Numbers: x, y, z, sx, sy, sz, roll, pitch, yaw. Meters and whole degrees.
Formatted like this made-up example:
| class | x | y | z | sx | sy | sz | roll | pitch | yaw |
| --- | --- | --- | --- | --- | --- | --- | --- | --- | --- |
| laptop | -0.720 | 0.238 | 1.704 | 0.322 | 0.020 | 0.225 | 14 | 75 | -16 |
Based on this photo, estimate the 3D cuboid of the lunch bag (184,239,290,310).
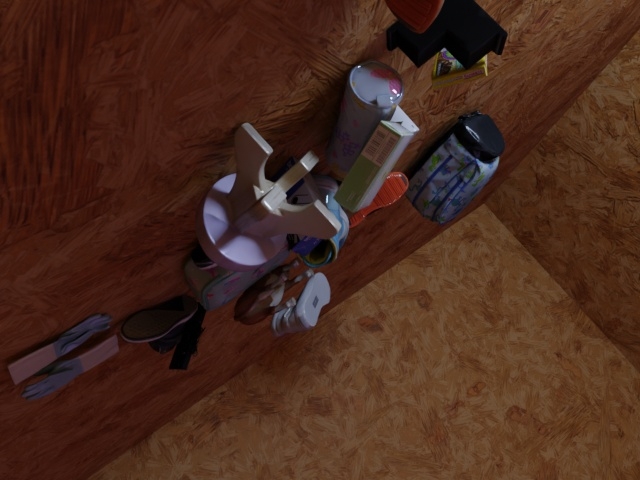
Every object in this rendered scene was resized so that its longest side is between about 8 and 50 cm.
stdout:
| class | x | y | z | sx | sy | sz | roll | pitch | yaw |
| --- | --- | --- | --- | --- | --- | --- | --- | --- | --- |
| lunch bag | -0.191 | 0.052 | 1.432 | 0.279 | 0.108 | 0.224 | -34 | 165 | -20 |

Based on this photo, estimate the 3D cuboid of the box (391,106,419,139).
| class | x | y | z | sx | sy | sz | roll | pitch | yaw |
| --- | --- | --- | --- | --- | --- | --- | --- | --- | --- |
| box | 0.131 | -0.228 | 1.407 | 0.130 | 0.091 | 0.170 | -26 | 161 | -40 |

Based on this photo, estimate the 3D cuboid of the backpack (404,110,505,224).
| class | x | y | z | sx | sy | sz | roll | pitch | yaw |
| --- | --- | --- | --- | --- | --- | --- | --- | --- | --- |
| backpack | 0.438 | -0.223 | 1.937 | 0.355 | 0.273 | 0.290 | -34 | 177 | 33 |

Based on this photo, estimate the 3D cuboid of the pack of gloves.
| class | x | y | z | sx | sy | sz | roll | pitch | yaw |
| --- | --- | --- | --- | --- | --- | --- | --- | --- | --- |
| pack of gloves | -0.564 | 0.246 | 1.283 | 0.232 | 0.046 | 0.195 | -33 | 153 | -34 |

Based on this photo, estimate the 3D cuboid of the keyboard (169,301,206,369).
| class | x | y | z | sx | sy | sz | roll | pitch | yaw |
| --- | --- | --- | --- | --- | --- | --- | --- | --- | --- |
| keyboard | -0.352 | 0.246 | 1.544 | 0.100 | 0.192 | 0.038 | -11 | 144 | 39 |

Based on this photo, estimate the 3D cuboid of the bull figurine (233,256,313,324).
| class | x | y | z | sx | sy | sz | roll | pitch | yaw |
| --- | --- | --- | --- | --- | --- | --- | --- | --- | --- |
| bull figurine | -0.132 | 0.124 | 1.586 | 0.188 | 0.101 | 0.310 | -27 | -162 | 23 |

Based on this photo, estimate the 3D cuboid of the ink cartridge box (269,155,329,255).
| class | x | y | z | sx | sy | sz | roll | pitch | yaw |
| --- | --- | --- | --- | --- | --- | --- | --- | --- | --- |
| ink cartridge box | -0.046 | -0.075 | 1.220 | 0.046 | 0.207 | 0.097 | 25 | 118 | -41 |

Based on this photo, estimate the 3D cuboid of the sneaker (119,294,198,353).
| class | x | y | z | sx | sy | sz | roll | pitch | yaw |
| --- | --- | --- | --- | --- | --- | --- | --- | --- | --- |
| sneaker | -0.424 | 0.238 | 1.471 | 0.226 | 0.086 | 0.163 | -21 | 154 | -53 |

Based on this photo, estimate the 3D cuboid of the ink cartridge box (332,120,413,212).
| class | x | y | z | sx | sy | sz | roll | pitch | yaw |
| --- | --- | --- | --- | --- | --- | --- | --- | --- | --- |
| ink cartridge box | 0.118 | -0.151 | 1.150 | 0.171 | 0.056 | 0.235 | -58 | 169 | 19 |

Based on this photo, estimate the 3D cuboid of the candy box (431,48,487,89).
| class | x | y | z | sx | sy | sz | roll | pitch | yaw |
| --- | --- | --- | --- | --- | --- | --- | --- | --- | --- |
| candy box | 0.287 | -0.371 | 1.195 | 0.105 | 0.027 | 0.206 | -8 | -146 | 21 |

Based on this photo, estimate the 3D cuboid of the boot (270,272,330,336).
| class | x | y | z | sx | sy | sz | roll | pitch | yaw |
| --- | --- | --- | --- | --- | --- | --- | --- | --- | --- |
| boot | -0.059 | 0.174 | 1.603 | 0.123 | 0.095 | 0.258 | -20 | -167 | 21 |

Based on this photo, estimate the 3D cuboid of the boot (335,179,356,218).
| class | x | y | z | sx | sy | sz | roll | pitch | yaw |
| --- | --- | --- | --- | --- | --- | --- | --- | --- | --- |
| boot | 0.100 | -0.166 | 1.601 | 0.207 | 0.090 | 0.248 | -50 | 164 | -8 |

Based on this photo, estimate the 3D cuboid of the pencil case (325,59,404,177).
| class | x | y | z | sx | sy | sz | roll | pitch | yaw |
| --- | --- | --- | --- | --- | --- | --- | --- | --- | --- |
| pencil case | 0.084 | -0.239 | 1.201 | 0.113 | 0.124 | 0.273 | 6 | 152 | -7 |

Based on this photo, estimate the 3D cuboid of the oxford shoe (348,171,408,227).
| class | x | y | z | sx | sy | sz | roll | pitch | yaw |
| --- | --- | --- | --- | --- | --- | --- | --- | --- | --- |
| oxford shoe | 0.149 | -0.128 | 1.807 | 0.271 | 0.097 | 0.098 | -30 | -177 | -14 |

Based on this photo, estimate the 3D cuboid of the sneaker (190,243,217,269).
| class | x | y | z | sx | sy | sz | roll | pitch | yaw |
| --- | --- | --- | --- | --- | --- | --- | --- | --- | --- |
| sneaker | -0.216 | -0.014 | 1.289 | 0.178 | 0.072 | 0.077 | -42 | 156 | -20 |

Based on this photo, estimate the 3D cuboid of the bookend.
| class | x | y | z | sx | sy | sz | roll | pitch | yaw |
| --- | --- | --- | --- | --- | --- | --- | --- | --- | --- |
| bookend | 0.234 | -0.372 | 1.090 | 0.156 | 0.157 | 0.072 | -39 | 165 | -1 |

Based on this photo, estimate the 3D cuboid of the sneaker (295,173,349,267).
| class | x | y | z | sx | sy | sz | roll | pitch | yaw |
| --- | --- | --- | --- | --- | --- | --- | --- | --- | --- |
| sneaker | 0.000 | 0.000 | 1.465 | 0.127 | 0.208 | 0.319 | -2 | 153 | 11 |

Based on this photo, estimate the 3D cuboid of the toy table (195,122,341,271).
| class | x | y | z | sx | sy | sz | roll | pitch | yaw |
| --- | --- | --- | --- | --- | --- | --- | --- | --- | --- |
| toy table | -0.100 | -0.074 | 1.066 | 0.161 | 0.252 | 0.274 | -37 | -157 | 31 |

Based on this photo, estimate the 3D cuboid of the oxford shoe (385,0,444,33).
| class | x | y | z | sx | sy | sz | roll | pitch | yaw |
| --- | --- | --- | --- | --- | --- | --- | --- | --- | --- |
| oxford shoe | 0.166 | -0.434 | 0.810 | 0.133 | 0.130 | 0.364 | -44 | 168 | -12 |
